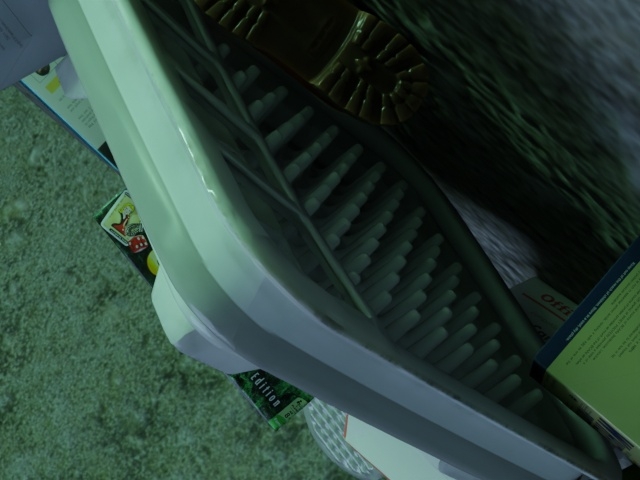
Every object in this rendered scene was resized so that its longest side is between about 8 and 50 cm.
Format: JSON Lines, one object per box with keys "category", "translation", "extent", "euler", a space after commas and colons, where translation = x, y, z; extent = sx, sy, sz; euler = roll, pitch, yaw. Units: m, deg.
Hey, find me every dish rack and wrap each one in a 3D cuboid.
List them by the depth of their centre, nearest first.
{"category": "dish rack", "translation": [0.000, 0.000, 0.691], "extent": [0.333, 0.072, 0.285], "euler": [32, -159, -46]}

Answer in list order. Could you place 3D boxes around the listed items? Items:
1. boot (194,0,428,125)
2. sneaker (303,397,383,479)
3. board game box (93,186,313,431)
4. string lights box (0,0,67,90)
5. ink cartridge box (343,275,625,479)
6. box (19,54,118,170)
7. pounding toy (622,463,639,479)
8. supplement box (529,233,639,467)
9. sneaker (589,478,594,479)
{"category": "boot", "translation": [-0.020, -0.115, 0.708], "extent": [0.158, 0.059, 0.084], "euler": [42, 178, -9]}
{"category": "sneaker", "translation": [0.048, 0.037, 1.047], "extent": [0.126, 0.127, 0.321], "euler": [33, 145, 30]}
{"category": "board game box", "translation": [-0.027, 0.014, 0.771], "extent": [0.136, 0.030, 0.260], "euler": [47, -165, 3]}
{"category": "string lights box", "translation": [-0.216, -0.220, 0.727], "extent": [0.259, 0.077, 0.133], "euler": [60, 178, 16]}
{"category": "ink cartridge box", "translation": [0.126, 0.092, 0.845], "extent": [0.115, 0.198, 0.067], "euler": [37, 135, 36]}
{"category": "box", "translation": [-0.258, -0.188, 1.368], "extent": [0.244, 0.100, 0.060], "euler": [45, 174, -16]}
{"category": "pounding toy", "translation": [0.212, 0.142, 0.724], "extent": [0.183, 0.110, 0.237], "euler": [7, -163, 23]}
{"category": "supplement box", "translation": [0.157, 0.056, 0.653], "extent": [0.083, 0.083, 0.056], "euler": [40, 174, 14]}
{"category": "sneaker", "translation": [0.224, 0.255, 1.095], "extent": [0.293, 0.108, 0.169], "euler": [2, -166, -35]}
